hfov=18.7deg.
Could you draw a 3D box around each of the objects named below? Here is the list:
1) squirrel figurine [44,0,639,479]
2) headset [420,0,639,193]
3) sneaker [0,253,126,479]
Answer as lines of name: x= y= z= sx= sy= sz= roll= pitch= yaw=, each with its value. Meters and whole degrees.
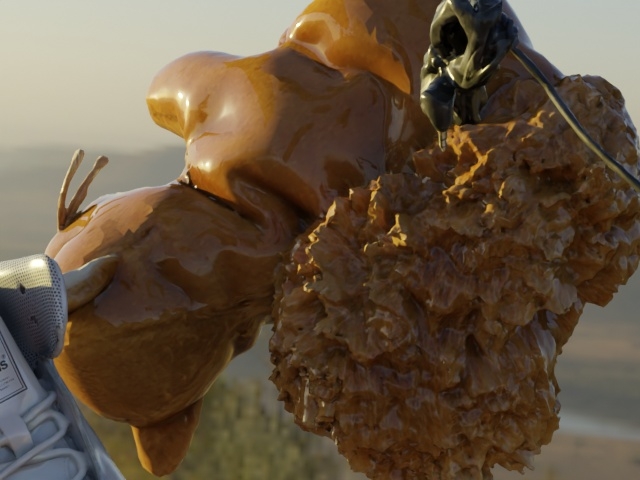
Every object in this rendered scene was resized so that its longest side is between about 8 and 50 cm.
squirrel figurine: x=0.000 y=0.000 z=1.278 sx=0.370 sy=0.281 sz=0.397 roll=-35 pitch=44 yaw=-16
headset: x=0.241 y=-0.047 z=0.895 sx=0.394 sy=0.243 sz=0.185 roll=10 pitch=-14 yaw=2
sneaker: x=-0.159 y=0.139 z=1.050 sx=0.137 sy=0.210 sz=0.366 roll=-24 pitch=34 yaw=-33
